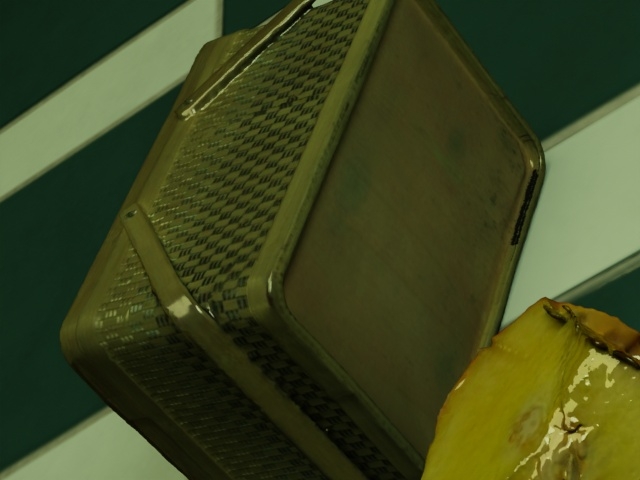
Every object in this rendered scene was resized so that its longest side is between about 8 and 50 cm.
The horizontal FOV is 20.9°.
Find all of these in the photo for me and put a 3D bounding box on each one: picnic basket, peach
[{"bbox_3d":[0.000,0.000,0.911,0.139,0.165,0.266,-15,40,38],"label":"picnic basket"},{"bbox_3d":[0.107,0.096,0.706,0.151,0.118,0.151,-7,71,19],"label":"peach"}]
